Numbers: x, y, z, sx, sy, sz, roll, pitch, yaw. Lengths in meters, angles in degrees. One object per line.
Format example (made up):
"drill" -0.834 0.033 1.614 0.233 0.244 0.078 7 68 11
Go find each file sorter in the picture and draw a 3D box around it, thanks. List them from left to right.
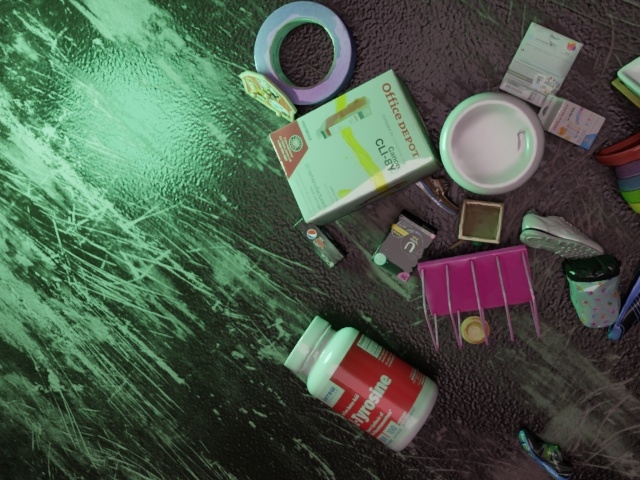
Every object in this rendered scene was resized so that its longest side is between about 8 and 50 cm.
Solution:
"file sorter" 0.427 0.168 1.818 0.290 0.182 0.202 -11 129 14

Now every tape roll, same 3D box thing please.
"tape roll" -0.041 -0.517 1.888 0.275 0.090 0.275 2 101 11

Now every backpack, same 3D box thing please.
"backpack" 0.729 0.140 1.808 0.152 0.115 0.182 -6 117 21

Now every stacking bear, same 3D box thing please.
"stacking bear" 0.854 -0.125 1.728 0.175 0.164 0.289 -27 98 14

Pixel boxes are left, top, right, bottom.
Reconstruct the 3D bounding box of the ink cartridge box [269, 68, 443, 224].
"ink cartridge box" 0.097 -0.245 1.846 0.384 0.160 0.279 -25 81 15

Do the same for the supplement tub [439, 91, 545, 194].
"supplement tub" 0.427 -0.246 1.705 0.241 0.331 0.241 2 100 13

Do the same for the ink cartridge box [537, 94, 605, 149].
"ink cartridge box" 0.636 -0.309 1.752 0.143 0.090 0.092 21 105 -12

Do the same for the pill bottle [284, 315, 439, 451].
"pill bottle" 0.112 0.398 1.944 0.407 0.229 0.229 33 105 5

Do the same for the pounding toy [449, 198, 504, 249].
"pounding toy" 0.430 -0.037 1.875 0.130 0.100 0.141 7 91 11

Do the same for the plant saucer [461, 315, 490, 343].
"plant saucer" 0.446 0.258 1.956 0.083 0.013 0.083 2 99 12

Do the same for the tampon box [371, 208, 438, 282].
"tampon box" 0.238 0.013 1.912 0.120 0.101 0.161 32 105 6

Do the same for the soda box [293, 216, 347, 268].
"soda box" 0.000 0.000 1.989 0.060 0.053 0.169 -42 90 15

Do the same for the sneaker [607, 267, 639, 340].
"sneaker" 0.857 0.177 1.814 0.090 0.081 0.232 27 103 14

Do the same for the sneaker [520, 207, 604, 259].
"sneaker" 0.656 -0.015 1.826 0.235 0.090 0.095 20 61 -6

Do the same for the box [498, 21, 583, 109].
"box" 0.577 -0.457 1.787 0.145 0.038 0.186 26 106 6

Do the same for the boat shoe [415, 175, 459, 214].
"boat shoe" 0.323 -0.147 1.884 0.183 0.066 0.066 42 104 3

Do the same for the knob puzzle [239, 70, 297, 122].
"knob puzzle" -0.150 -0.401 1.878 0.213 0.213 0.030 35 80 5

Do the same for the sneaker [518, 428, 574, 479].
"sneaker" 0.649 0.610 1.955 0.188 0.067 0.078 42 85 4

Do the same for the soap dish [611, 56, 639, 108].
"soap dish" 0.875 -0.365 1.623 0.229 0.291 0.118 -32 125 15
